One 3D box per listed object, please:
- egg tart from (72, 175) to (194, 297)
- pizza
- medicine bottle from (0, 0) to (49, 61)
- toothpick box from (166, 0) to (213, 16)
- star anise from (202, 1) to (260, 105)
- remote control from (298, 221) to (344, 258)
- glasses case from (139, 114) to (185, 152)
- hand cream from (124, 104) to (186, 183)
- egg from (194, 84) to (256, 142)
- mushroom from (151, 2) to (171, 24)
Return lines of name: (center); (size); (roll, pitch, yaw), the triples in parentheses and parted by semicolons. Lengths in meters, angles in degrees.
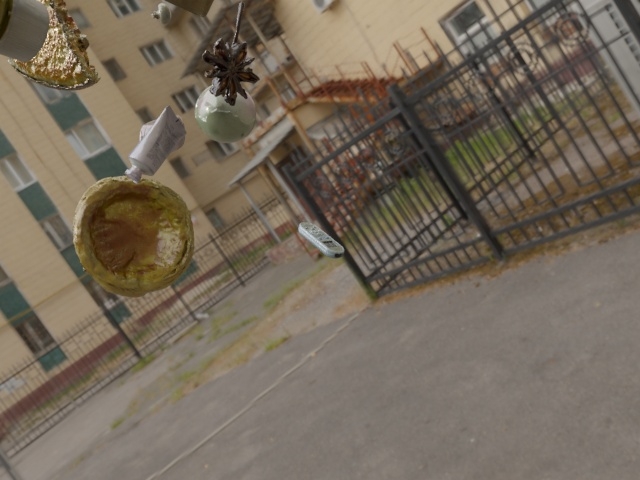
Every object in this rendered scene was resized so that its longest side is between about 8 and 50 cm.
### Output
egg tart: (-0.575, -0.016, 1.963); (0.388, 0.387, 0.169); (-37, 15, -34)
pizza: (-0.980, -0.766, 2.375); (0.440, 0.405, 0.130); (16, 21, 23)
medicine bottle: (-0.963, -0.640, 1.739); (0.224, 0.224, 0.384); (-31, -24, 27)
toothpick box: (-0.332, -0.823, 1.831); (0.308, 0.190, 0.187); (-48, 34, 46)
star anise: (-0.214, -0.455, 1.621); (0.073, 0.177, 0.233); (22, 72, 40)
remote control: (0.000, 0.000, 2.535); (0.087, 0.244, 0.047); (-2, -58, -43)
glasses case: (-0.516, -0.342, 2.106); (0.075, 0.113, 0.297); (1, 20, 9)
hand cream: (-0.297, -0.165, 1.145); (0.142, 0.053, 0.084); (-60, -23, -19)
egg: (-0.285, -0.383, 1.925); (0.183, 0.183, 0.217); (-33, 10, 4)
mushroom: (-0.659, -0.935, 2.643); (0.079, 0.085, 0.085); (-3, 5, -2)
